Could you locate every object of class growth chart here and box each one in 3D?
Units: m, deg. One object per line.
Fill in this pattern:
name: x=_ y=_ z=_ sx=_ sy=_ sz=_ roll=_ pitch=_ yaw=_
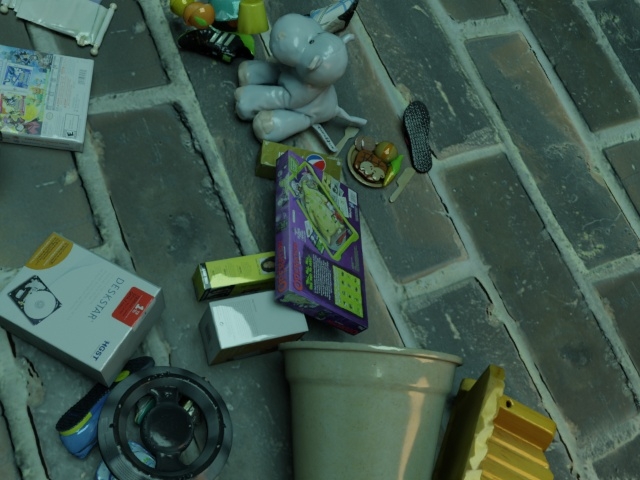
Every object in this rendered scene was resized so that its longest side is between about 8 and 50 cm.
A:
growth chart: x=-0.567 y=-0.514 z=1.546 sx=0.237 sy=0.021 sz=0.172 roll=22 pitch=61 yaw=-9

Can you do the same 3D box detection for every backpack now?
backpack: x=-0.317 y=0.398 z=1.195 sx=0.114 sy=0.084 sz=0.105 roll=39 pitch=57 yaw=5

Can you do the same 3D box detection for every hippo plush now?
hippo plush: x=-0.046 y=-0.339 z=1.518 sx=0.294 sy=0.236 sz=0.234 roll=41 pitch=63 yaw=5

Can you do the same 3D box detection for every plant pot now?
plant pot: x=0.075 y=0.349 z=1.248 sx=0.334 sy=0.334 sz=0.305 roll=9 pitch=77 yaw=-15

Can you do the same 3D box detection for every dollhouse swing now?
dollhouse swing: x=0.341 y=0.441 z=1.281 sx=0.315 sy=0.305 sz=0.347 roll=28 pitch=60 yaw=-5

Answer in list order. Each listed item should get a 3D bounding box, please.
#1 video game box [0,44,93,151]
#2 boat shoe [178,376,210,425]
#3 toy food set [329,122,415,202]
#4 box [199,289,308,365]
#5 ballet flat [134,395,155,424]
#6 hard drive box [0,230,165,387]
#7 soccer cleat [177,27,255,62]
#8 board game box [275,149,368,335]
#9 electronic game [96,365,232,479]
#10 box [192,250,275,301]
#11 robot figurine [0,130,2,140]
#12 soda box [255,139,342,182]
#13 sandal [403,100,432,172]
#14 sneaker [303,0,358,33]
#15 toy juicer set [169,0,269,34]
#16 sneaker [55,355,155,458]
video game box: x=-0.564 y=-0.286 z=1.432 sx=0.187 sy=0.048 sz=0.205 roll=7 pitch=65 yaw=-18
boat shoe: x=-0.239 y=0.318 z=1.280 sx=0.049 sy=0.056 sz=0.152 roll=41 pitch=59 yaw=-15
toy food set: x=0.124 y=-0.185 z=1.631 sx=0.192 sy=0.038 sz=0.132 roll=35 pitch=61 yaw=-2
box: x=-0.129 y=0.162 z=1.338 sx=0.170 sy=0.130 sz=0.091 roll=-9 pitch=70 yaw=-22
ballet flat: x=-0.304 y=0.280 z=1.283 sx=0.041 sy=0.041 sz=0.114 roll=39 pitch=60 yaw=0
hard drive box: x=-0.422 y=0.118 z=1.251 sx=0.232 sy=0.089 sz=0.181 roll=26 pitch=61 yaw=9
soccer cleat: x=-0.232 y=-0.441 z=1.610 sx=0.179 sy=0.060 sz=0.072 roll=-6 pitch=71 yaw=-24
board game box: x=0.000 y=0.000 z=1.415 sx=0.208 sy=0.056 sz=0.347 roll=33 pitch=41 yaw=-37
electronic game: x=-0.259 y=0.320 z=1.200 sx=0.229 sy=0.048 sz=0.229 roll=15 pitch=51 yaw=-19
box: x=-0.130 y=0.065 z=1.407 sx=0.232 sy=0.087 sz=0.058 roll=-9 pitch=72 yaw=-24
robot figurine: x=-0.695 y=-0.204 z=1.309 sx=0.211 sy=0.085 sz=0.291 roll=-23 pitch=75 yaw=-2
soda box: x=-0.048 y=-0.160 z=1.550 sx=0.181 sy=0.058 sz=0.061 roll=11 pitch=64 yaw=-14
sandal: x=0.229 y=-0.246 z=1.701 sx=0.067 sy=0.040 sz=0.179 roll=-3 pitch=83 yaw=-14
sneaker: x=0.014 y=-0.540 z=1.727 sx=0.086 sy=0.085 sz=0.237 roll=38 pitch=57 yaw=8
toy juicer set: x=-0.234 y=-0.529 z=1.615 sx=0.209 sy=0.089 sz=0.329 roll=-6 pitch=34 yaw=-7
sneaker: x=-0.364 y=0.290 z=1.247 sx=0.209 sy=0.069 sz=0.082 roll=-45 pitch=122 yaw=-39
